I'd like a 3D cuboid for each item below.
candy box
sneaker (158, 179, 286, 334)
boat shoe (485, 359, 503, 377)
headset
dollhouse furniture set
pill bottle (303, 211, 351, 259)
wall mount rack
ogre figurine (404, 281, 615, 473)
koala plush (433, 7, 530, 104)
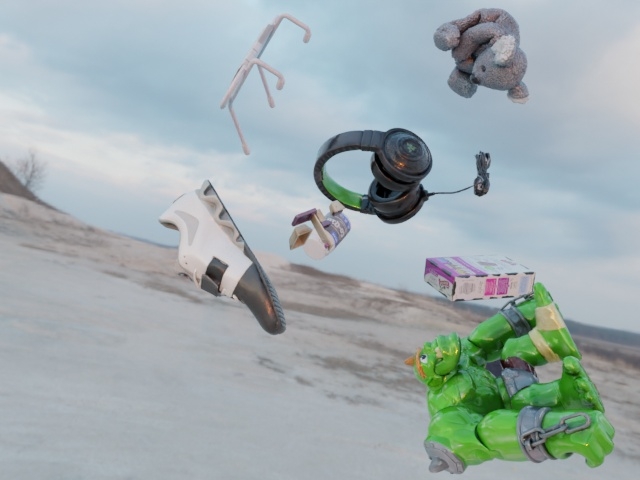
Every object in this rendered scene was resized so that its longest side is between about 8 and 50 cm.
[{"bbox_3d":[0.409,0.095,1.521,0.234,0.071,0.159,-2,17,-16],"label":"candy box"},{"bbox_3d":[-0.186,0.056,1.086,0.330,0.146,0.122,55,-8,19],"label":"sneaker"},{"bbox_3d":[0.355,0.309,1.254,0.127,0.158,0.340,1,-8,-18],"label":"boat shoe"},{"bbox_3d":[0.186,-0.161,1.339,0.395,0.185,0.243,10,-32,9],"label":"headset"},{"bbox_3d":[0.000,0.000,1.033,0.091,0.081,0.114,-22,-17,-26],"label":"dollhouse furniture set"},{"bbox_3d":[0.016,-0.013,1.500,0.078,0.078,0.137,9,37,29],"label":"pill bottle"},{"bbox_3d":[-0.151,-0.401,1.502,0.131,0.350,0.304,30,-36,-12],"label":"wall mount rack"},{"bbox_3d":[0.130,0.104,0.423,0.118,0.197,0.097,-29,-61,18],"label":"ogre figurine"},{"bbox_3d":[0.410,-0.428,1.376,0.196,0.203,0.221,56,9,-40],"label":"koala plush"}]
